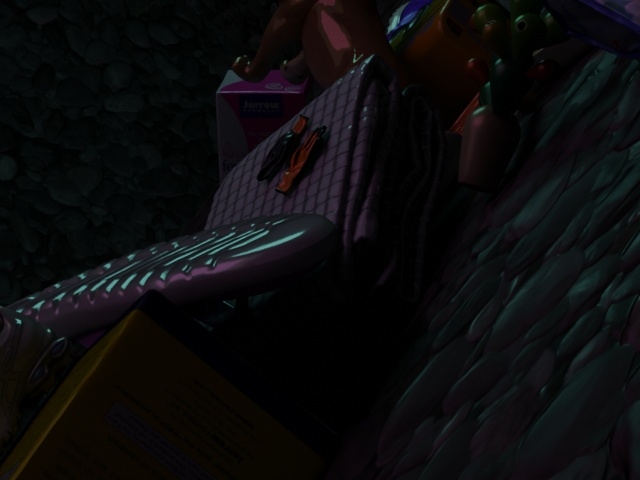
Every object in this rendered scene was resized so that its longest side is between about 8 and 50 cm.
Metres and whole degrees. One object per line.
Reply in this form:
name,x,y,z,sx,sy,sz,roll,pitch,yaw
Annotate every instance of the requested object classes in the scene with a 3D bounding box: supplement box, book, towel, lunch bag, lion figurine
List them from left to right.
supplement box,-0.175,0.248,1.173,0.194,0.195,0.356,-40,13,52
supplement box,-0.065,-0.095,1.976,0.114,0.111,0.220,-74,-17,-70
towel,0.000,0.000,1.451,0.235,0.121,0.284,-34,33,38
lion figurine,0.022,-0.198,1.677,0.240,0.142,0.392,-50,51,35
book,0.231,-0.194,1.494,0.144,0.035,0.096,-39,12,49
lunch bag,0.256,-0.206,1.211,0.129,0.096,0.151,-52,37,-4

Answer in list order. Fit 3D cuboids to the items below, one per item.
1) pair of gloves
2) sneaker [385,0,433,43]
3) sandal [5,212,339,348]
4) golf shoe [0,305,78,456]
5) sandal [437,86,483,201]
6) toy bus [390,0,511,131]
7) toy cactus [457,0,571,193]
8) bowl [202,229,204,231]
pair of gloves,-0.027,-0.079,1.439,0.074,0.010,0.083,-56,25,0
sneaker,0.146,-0.248,2.000,0.146,0.102,0.293,-20,17,36
sandal,-0.136,0.064,1.346,0.416,0.102,0.169,-15,13,40
golf shoe,-0.269,0.126,1.241,0.069,0.086,0.176,-42,13,45
sandal,0.111,-0.103,1.580,0.265,0.076,0.102,-53,8,-11
toy bus,0.099,-0.159,1.791,0.332,0.108,0.130,-41,15,49
toy cactus,0.168,-0.128,1.375,0.219,0.112,0.181,174,113,-80
bowl,-0.103,0.081,1.696,0.298,0.134,0.298,-52,7,10
